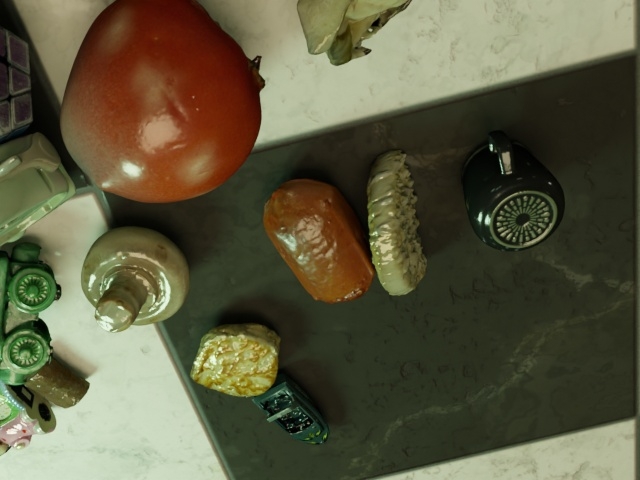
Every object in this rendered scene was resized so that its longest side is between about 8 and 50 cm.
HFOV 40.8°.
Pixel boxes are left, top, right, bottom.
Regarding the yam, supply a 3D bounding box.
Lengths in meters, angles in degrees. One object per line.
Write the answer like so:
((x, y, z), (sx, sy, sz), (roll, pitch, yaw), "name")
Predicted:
((-0.551, 0.292, 1.779), (0.084, 0.084, 0.127), (-34, 121, 17), "yam")

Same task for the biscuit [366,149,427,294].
((0.133, -0.012, 1.599), (0.084, 0.179, 0.281), (-2, 122, 20), "biscuit")

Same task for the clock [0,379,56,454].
((-0.688, 0.371, 1.809), (0.195, 0.100, 0.194), (-27, 121, 9), "clock")

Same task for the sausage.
((0.001, -0.001, 1.589), (0.141, 0.153, 0.268), (-23, 125, 16), "sausage")

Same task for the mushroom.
((-0.336, 0.073, 1.581), (0.206, 0.209, 0.206), (-5, 105, -21), "mushroom")

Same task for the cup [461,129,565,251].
((0.337, -0.105, 1.544), (0.169, 0.176, 0.223), (-14, 124, 6), "cup")

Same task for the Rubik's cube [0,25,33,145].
((-0.585, -0.230, 1.269), (0.319, 0.319, 0.264), (-31, 99, 15), "Rubik's cube")

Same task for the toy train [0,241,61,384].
((-0.586, 0.132, 1.573), (0.202, 0.145, 0.266), (7, 94, -21), "toy train")

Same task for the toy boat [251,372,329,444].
((-0.054, 0.389, 1.905), (0.093, 0.103, 0.246), (-29, 128, 13), "toy boat")

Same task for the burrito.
((0.092, -0.419, 1.300), (0.135, 0.190, 0.332), (47, 111, 5), "burrito")

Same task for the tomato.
((-0.246, -0.204, 1.302), (0.321, 0.321, 0.321), (-4, 127, -5), "tomato")

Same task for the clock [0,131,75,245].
((-0.517, -0.056, 1.349), (0.265, 0.324, 0.108), (-36, 96, -14), "clock")

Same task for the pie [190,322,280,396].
((-0.175, 0.247, 1.792), (0.179, 0.084, 0.205), (10, 126, -13), "pie")
